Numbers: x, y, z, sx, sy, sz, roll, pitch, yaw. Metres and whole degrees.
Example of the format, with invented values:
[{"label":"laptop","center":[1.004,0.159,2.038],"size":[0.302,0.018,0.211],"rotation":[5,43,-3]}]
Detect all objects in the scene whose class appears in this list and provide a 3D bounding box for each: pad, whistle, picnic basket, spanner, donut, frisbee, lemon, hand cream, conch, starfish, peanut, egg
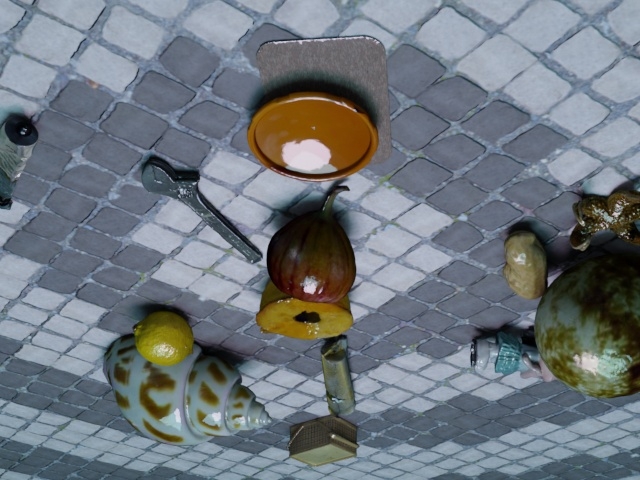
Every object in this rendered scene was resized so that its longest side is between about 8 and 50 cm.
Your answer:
[{"label":"pad","center":[0.011,-0.191,1.253],"size":[0.176,0.002,0.266],"rotation":[-2,145,6]},{"label":"whistle","center":[0.039,0.308,1.938],"size":[0.068,0.057,0.326],"rotation":[-39,151,-20]},{"label":"picnic basket","center":[0.007,0.511,2.215],"size":[0.164,0.079,0.115],"rotation":[-23,140,32]},{"label":"spanner","center":[-0.188,-0.040,1.464],"size":[0.093,0.026,0.325],"rotation":[-14,144,23]},{"label":"donut","center":[-0.030,0.123,1.656],"size":[0.190,0.074,0.174],"rotation":[11,144,-20]},{"label":"frisbee","center":[-0.011,-0.155,1.271],"size":[0.192,0.035,0.192],"rotation":[1,145,1]},{"label":"lemon","center":[-0.314,0.195,1.740],"size":[0.133,0.109,0.109],"rotation":[28,139,-21]},{"label":"hand cream","center":[-0.491,-0.118,1.356],"size":[0.075,0.052,0.248],"rotation":[39,142,-10]},{"label":"conch","center":[-0.289,0.325,1.864],"size":[0.368,0.197,0.249],"rotation":[-4,125,-1]},{"label":"starfish","center":[0.493,-0.035,1.396],"size":[0.190,0.074,0.146],"rotation":[-2,147,5]},{"label":"peanut","center":[0.356,0.044,1.522],"size":[0.080,0.080,0.174],"rotation":[-8,141,14]},{"label":"egg","center":[0.508,0.140,1.498],"size":[0.289,0.238,0.238],"rotation":[-27,150,-18]}]

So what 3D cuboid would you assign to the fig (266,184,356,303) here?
[{"label":"fig","center":[-0.020,0.016,1.449],"size":[0.149,0.148,0.202],"rotation":[-21,107,-17]}]

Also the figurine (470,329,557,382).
[{"label":"figurine","center":[0.431,0.235,1.775],"size":[0.245,0.110,0.138],"rotation":[1,155,6]}]
